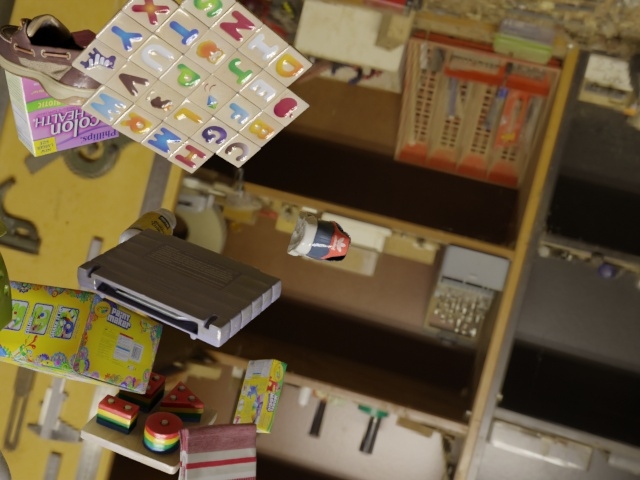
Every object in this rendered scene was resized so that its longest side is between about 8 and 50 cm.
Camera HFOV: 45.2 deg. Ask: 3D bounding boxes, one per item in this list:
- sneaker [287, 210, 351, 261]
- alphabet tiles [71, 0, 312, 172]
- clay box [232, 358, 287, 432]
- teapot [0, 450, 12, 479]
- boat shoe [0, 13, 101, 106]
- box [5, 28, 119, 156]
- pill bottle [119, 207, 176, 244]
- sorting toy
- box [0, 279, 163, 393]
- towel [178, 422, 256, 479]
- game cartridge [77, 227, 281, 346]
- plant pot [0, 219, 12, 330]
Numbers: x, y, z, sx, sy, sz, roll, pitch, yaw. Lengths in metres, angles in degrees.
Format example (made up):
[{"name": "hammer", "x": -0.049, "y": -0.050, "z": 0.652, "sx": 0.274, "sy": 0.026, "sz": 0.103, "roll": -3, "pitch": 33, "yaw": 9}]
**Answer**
[{"name": "sneaker", "x": 0.000, "y": 0.000, "z": 2.103, "sx": 0.148, "sy": 0.131, "sz": 0.350, "roll": 16, "pitch": -176, "yaw": -8}, {"name": "alphabet tiles", "x": -0.187, "y": -0.239, "z": 1.183, "sx": 0.342, "sy": 0.285, "sz": 0.011, "roll": 30, "pitch": -150, "yaw": -43}, {"name": "clay box", "x": -0.169, "y": 0.437, "z": 2.092, "sx": 0.053, "sy": 0.222, "sz": 0.127, "roll": 26, "pitch": 157, "yaw": -32}, {"name": "teapot", "x": -0.665, "y": 0.415, "z": 1.287, "sx": 0.256, "sy": 0.252, "sz": 0.187, "roll": -15, "pitch": -167, "yaw": 35}, {"name": "boat shoe", "x": -0.496, "y": -0.354, "z": 1.407, "sx": 0.123, "sy": 0.123, "sz": 0.342, "roll": -12, "pitch": -145, "yaw": -40}, {"name": "box", "x": -0.610, "y": -0.350, "z": 1.815, "sx": 0.214, "sy": 0.243, "sz": 0.117, "roll": -20, "pitch": -141, "yaw": -31}, {"name": "pill bottle", "x": -0.478, "y": -0.021, "z": 2.155, "sx": 0.103, "sy": 0.103, "sz": 0.184, "roll": 15, "pitch": -150, "yaw": 10}, {"name": "sorting toy", "x": -0.419, "y": 0.434, "z": 1.934, "sx": 0.256, "sy": 0.089, "sz": 0.257, "roll": 19, "pitch": -157, "yaw": 10}, {"name": "box", "x": -0.574, "y": 0.226, "z": 1.778, "sx": 0.279, "sy": 0.177, "sz": 0.290, "roll": 5, "pitch": 162, "yaw": 21}, {"name": "towel", "x": -0.242, "y": 0.600, "z": 1.809, "sx": 0.037, "sy": 0.328, "sz": 0.237, "roll": -8, "pitch": 167, "yaw": 39}, {"name": "game cartridge", "x": -0.284, "y": 0.087, "z": 1.571, "sx": 0.355, "sy": 0.068, "sz": 0.230, "roll": 20, "pitch": -152, "yaw": 23}, {"name": "plant pot", "x": -0.645, "y": 0.056, "z": 1.244, "sx": 0.227, "sy": 0.207, "sz": 0.228, "roll": 9, "pitch": -166, "yaw": -2}]
